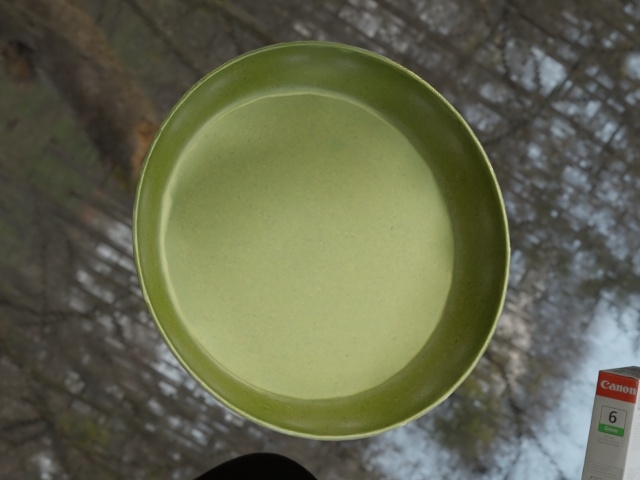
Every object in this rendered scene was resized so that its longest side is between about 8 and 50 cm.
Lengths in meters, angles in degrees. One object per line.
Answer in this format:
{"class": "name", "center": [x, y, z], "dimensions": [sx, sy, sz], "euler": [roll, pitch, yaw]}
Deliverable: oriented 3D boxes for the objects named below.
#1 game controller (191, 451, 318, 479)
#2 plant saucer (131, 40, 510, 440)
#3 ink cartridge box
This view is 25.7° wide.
{"class": "game controller", "center": [-0.008, 0.259, 0.861], "dimensions": [0.166, 0.067, 0.319], "euler": [-34, -131, -16]}
{"class": "plant saucer", "center": [0.000, 0.000, 0.847], "dimensions": [0.241, 0.241, 0.037], "euler": [-63, -166, -17]}
{"class": "ink cartridge box", "center": [0.193, 0.101, 0.870], "dimensions": [0.029, 0.063, 0.115], "euler": [10, -87, 32]}
